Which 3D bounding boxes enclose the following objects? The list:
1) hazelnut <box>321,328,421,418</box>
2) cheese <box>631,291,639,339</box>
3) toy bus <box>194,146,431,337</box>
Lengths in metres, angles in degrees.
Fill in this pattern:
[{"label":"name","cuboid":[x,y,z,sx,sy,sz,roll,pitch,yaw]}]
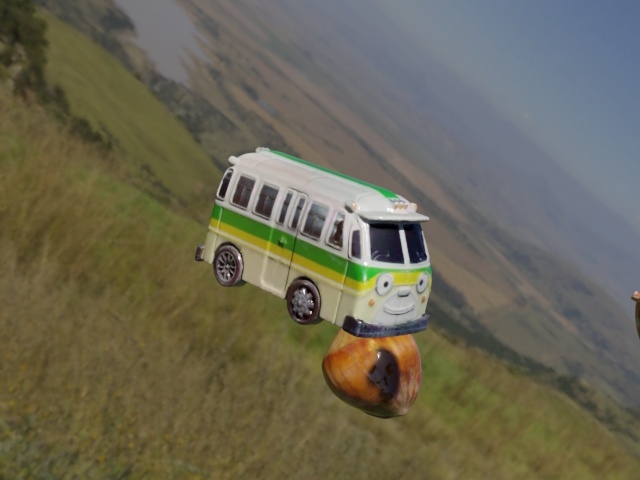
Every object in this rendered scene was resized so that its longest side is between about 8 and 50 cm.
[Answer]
[{"label":"hazelnut","cuboid":[0.097,0.215,1.775,0.182,0.182,0.182,41,9,-8]},{"label":"cheese","cuboid":[0.549,0.122,1.391,0.329,0.129,0.217,20,0,-34]},{"label":"toy bus","cuboid":[0.000,0.000,1.309,0.143,0.179,0.305,1,17,-46]}]
